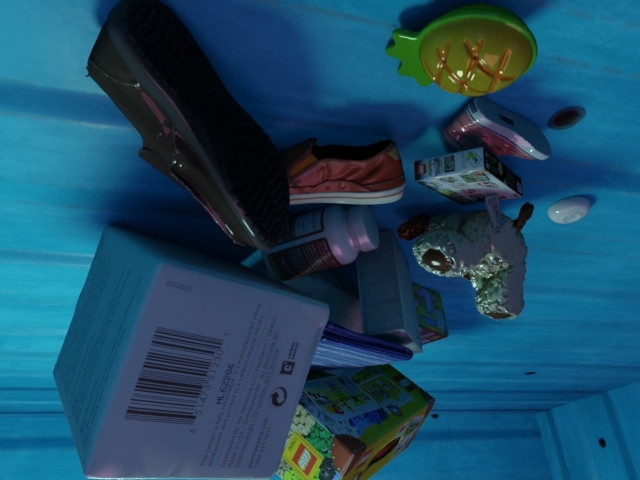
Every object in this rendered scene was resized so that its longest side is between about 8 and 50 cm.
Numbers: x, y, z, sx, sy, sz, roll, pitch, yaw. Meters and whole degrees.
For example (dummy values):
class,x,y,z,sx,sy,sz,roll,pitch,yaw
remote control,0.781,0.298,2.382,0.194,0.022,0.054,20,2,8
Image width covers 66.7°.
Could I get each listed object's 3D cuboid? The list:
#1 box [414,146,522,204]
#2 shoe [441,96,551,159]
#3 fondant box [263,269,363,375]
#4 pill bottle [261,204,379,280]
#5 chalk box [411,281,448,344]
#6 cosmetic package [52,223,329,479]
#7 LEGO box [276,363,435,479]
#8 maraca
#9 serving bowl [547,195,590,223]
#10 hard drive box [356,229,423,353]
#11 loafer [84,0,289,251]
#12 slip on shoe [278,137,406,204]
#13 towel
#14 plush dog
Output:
class,x,y,z,sx,sy,sz,roll,pitch,yaw
box,0.255,-0.102,0.824,0.114,0.036,0.207,-6,169,36
shoe,0.281,-0.161,0.780,0.178,0.063,0.081,19,145,-25
fondant box,-0.019,0.188,1.198,0.330,0.096,0.238,27,112,-31
pill bottle,0.000,0.000,0.966,0.216,0.121,0.121,-16,148,22
chalk box,0.263,0.214,1.362,0.132,0.132,0.213,-29,143,35
cosmetic package,-0.257,0.189,0.913,0.328,0.329,0.394,20,178,-36
LEGO box,0.036,0.452,1.337,0.500,0.373,0.193,4,116,-57
maraca,0.172,-0.234,0.609,0.186,0.099,0.127,8,158,36
serving bowl,0.520,-0.058,1.015,0.084,0.027,0.083,-2,151,-1
hard drive box,0.152,0.123,1.086,0.089,0.232,0.181,-13,148,18
loafer,-0.166,-0.134,0.662,0.130,0.133,0.365,-10,124,33
slip on shoe,-0.028,-0.118,0.792,0.332,0.123,0.101,0,117,6
towel,0.001,0.236,1.050,0.243,0.040,0.336,22,152,-31
plush dog,0.285,0.006,0.963,0.262,0.210,0.225,36,171,-24
